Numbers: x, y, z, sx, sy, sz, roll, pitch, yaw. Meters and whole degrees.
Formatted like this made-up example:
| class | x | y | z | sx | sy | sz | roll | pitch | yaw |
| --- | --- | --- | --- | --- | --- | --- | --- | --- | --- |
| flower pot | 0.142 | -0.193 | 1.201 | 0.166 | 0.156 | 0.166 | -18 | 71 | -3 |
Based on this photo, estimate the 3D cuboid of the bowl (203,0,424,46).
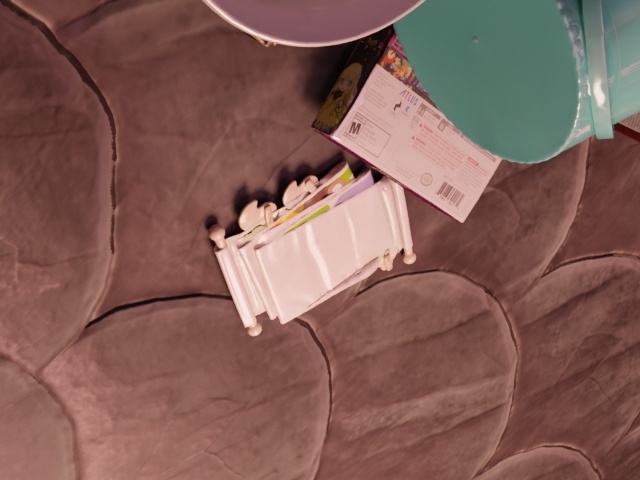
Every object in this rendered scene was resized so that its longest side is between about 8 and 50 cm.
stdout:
| class | x | y | z | sx | sy | sz | roll | pitch | yaw |
| --- | --- | --- | --- | --- | --- | --- | --- | --- | --- |
| bowl | -0.015 | -0.295 | 0.737 | 0.298 | 0.134 | 0.298 | -20 | 128 | -28 |

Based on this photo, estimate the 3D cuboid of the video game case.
| class | x | y | z | sx | sy | sz | roll | pitch | yaw |
| --- | --- | --- | --- | --- | --- | --- | --- | --- | --- |
| video game case | 0.123 | -0.152 | 1.092 | 0.232 | 0.042 | 0.210 | 27 | 93 | -44 |

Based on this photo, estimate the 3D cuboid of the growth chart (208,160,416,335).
| class | x | y | z | sx | sy | sz | roll | pitch | yaw |
| --- | --- | --- | --- | --- | --- | --- | --- | --- | --- |
| growth chart | 0.000 | 0.000 | 1.118 | 0.237 | 0.021 | 0.172 | -25 | 129 | -23 |

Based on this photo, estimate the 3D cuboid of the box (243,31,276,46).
| class | x | y | z | sx | sy | sz | roll | pitch | yaw |
| --- | --- | --- | --- | --- | --- | --- | --- | --- | --- |
| box | -0.079 | -0.337 | 0.809 | 0.257 | 0.079 | 0.322 | -52 | 135 | 4 |

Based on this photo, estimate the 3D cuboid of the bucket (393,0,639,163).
| class | x | y | z | sx | sy | sz | roll | pitch | yaw |
| --- | --- | --- | --- | --- | --- | --- | --- | --- | --- |
| bucket | 0.197 | -0.211 | 0.920 | 0.183 | 0.281 | 0.281 | -33 | 132 | -20 |

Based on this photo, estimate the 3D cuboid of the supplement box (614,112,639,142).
| class | x | y | z | sx | sy | sz | roll | pitch | yaw |
| --- | --- | --- | --- | --- | --- | --- | --- | --- | --- |
| supplement box | 0.382 | -0.181 | 1.174 | 0.191 | 0.194 | 0.129 | 0 | 116 | -37 |
